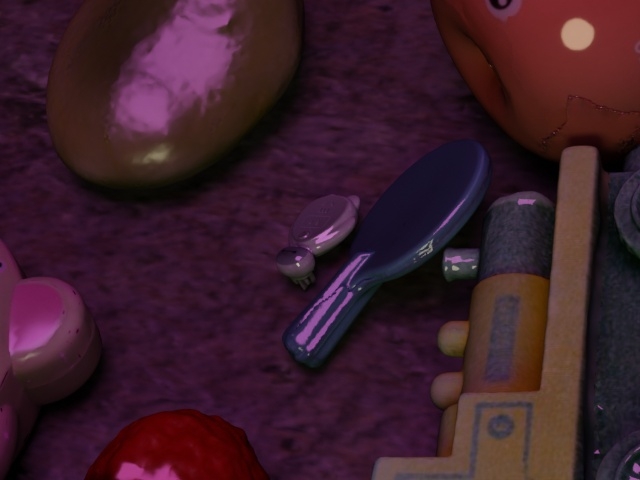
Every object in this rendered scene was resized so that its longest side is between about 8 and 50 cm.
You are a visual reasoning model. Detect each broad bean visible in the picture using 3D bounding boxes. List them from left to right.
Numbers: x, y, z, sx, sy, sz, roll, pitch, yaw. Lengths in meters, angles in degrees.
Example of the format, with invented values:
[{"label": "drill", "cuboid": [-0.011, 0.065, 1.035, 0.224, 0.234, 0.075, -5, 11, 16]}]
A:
[{"label": "broad bean", "cuboid": [-0.107, -0.151, 1.243, 0.189, 0.121, 0.263, 24, 79, 20]}]

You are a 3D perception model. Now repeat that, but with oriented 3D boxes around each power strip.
[{"label": "power strip", "cuboid": [0.000, 0.000, 1.156, 0.055, 0.035, 0.083, 3, 44, 41]}]

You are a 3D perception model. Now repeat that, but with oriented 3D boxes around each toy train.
[{"label": "toy train", "cuboid": [0.158, 0.095, 0.993, 0.237, 0.150, 0.369, -2, 54, 18]}]

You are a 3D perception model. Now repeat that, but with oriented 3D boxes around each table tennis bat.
[{"label": "table tennis bat", "cuboid": [0.045, 0.006, 1.114, 0.201, 0.033, 0.124, -50, 20, -7]}]

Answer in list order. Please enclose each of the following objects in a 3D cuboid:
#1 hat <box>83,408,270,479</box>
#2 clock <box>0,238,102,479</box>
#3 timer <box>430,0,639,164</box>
[{"label": "hat", "cuboid": [-0.121, 0.223, 0.917, 0.274, 0.242, 0.332, 23, 50, 11]}, {"label": "clock", "cuboid": [-0.331, 0.103, 1.104, 0.284, 0.114, 0.309, 34, 68, 31]}, {"label": "timer", "cuboid": [0.195, -0.172, 1.110, 0.215, 0.229, 0.229, -35, 56, 1]}]
